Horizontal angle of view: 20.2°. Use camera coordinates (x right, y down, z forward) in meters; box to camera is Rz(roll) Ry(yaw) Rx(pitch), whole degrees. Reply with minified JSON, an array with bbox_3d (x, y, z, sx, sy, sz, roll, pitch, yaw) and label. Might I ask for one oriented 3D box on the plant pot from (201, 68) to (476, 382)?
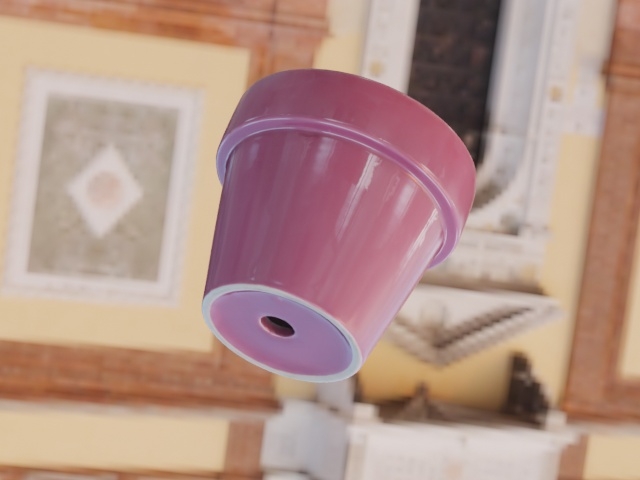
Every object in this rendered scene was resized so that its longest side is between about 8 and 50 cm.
[{"bbox_3d":[0.000,0.000,1.368,0.201,0.180,0.201,16,149,10],"label":"plant pot"}]
